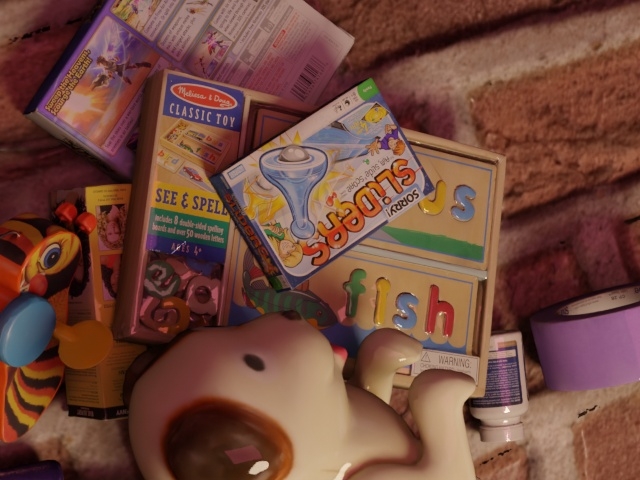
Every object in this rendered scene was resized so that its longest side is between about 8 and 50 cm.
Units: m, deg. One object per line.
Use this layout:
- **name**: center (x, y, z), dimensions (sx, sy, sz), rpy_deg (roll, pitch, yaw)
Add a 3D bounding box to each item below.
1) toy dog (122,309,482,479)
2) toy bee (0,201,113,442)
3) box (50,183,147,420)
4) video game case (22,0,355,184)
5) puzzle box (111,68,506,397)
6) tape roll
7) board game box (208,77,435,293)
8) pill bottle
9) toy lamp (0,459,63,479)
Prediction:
- **toy dog**: center (-0.019, 0.239, 1.602), dimensions (0.395, 0.284, 0.408), rpy_deg (-33, 119, 3)
- **toy bee**: center (-0.270, 0.047, 1.602), dimensions (0.195, 0.298, 0.162), rpy_deg (41, 51, 13)
- **box**: center (-0.220, 0.061, 1.688), dimensions (0.058, 0.087, 0.232), rpy_deg (-6, 90, -34)
- **video game case**: center (-0.132, -0.170, 1.746), dimensions (0.244, 0.061, 0.269), rpy_deg (37, 75, -20)
- **puzzle box**: center (0.000, 0.000, 1.727), dimensions (0.409, 0.052, 0.272), rpy_deg (11, 77, -26)
- **tape roll**: center (0.332, 0.102, 1.870), dimensions (0.189, 0.189, 0.080), rpy_deg (-15, 95, -23)
- **board game box**: center (0.004, -0.056, 1.686), dimensions (0.201, 0.035, 0.136), rpy_deg (-35, 99, -27)
- **pill bottle**: center (0.196, 0.162, 1.876), dimensions (0.067, 0.067, 0.120), rpy_deg (-6, 91, -23)
- **toy lamp**: center (-0.197, 0.262, 1.694), dimensions (0.275, 0.080, 0.080), rpy_deg (5, 86, -20)
